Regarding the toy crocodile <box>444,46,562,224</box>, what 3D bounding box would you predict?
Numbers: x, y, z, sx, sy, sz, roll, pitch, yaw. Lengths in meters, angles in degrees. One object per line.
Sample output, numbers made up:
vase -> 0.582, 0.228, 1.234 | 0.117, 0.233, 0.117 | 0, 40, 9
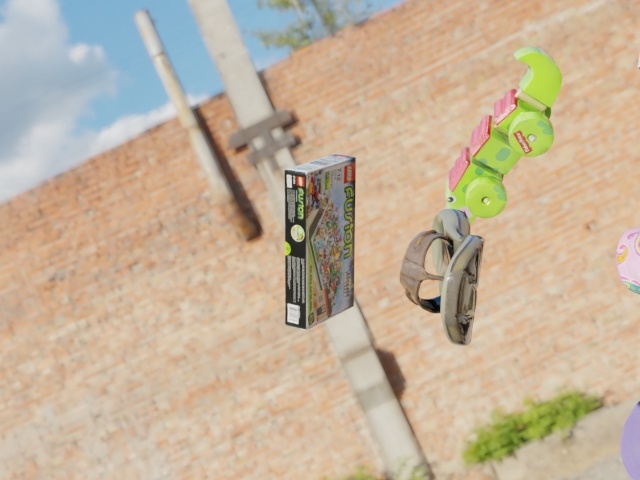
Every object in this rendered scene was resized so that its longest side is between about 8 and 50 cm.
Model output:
toy crocodile -> 0.268, -0.140, 1.746 | 0.340, 0.105, 0.115 | -58, 10, 33

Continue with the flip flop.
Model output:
flip flop -> 0.121, 0.028, 1.176 | 0.080, 0.112, 0.277 | 6, 16, 0

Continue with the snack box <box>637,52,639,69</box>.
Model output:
snack box -> 0.535, -0.294, 1.738 | 0.100, 0.141, 0.037 | 34, -34, -27

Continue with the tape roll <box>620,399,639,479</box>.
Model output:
tape roll -> 0.474, 0.260, 1.402 | 0.189, 0.080, 0.189 | -24, 38, 20

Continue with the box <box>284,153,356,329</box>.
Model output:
box -> 0.000, 0.000, 1.465 | 0.036, 0.207, 0.114 | 11, 20, 33

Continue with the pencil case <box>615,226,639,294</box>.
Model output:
pencil case -> 0.598, 0.019, 1.757 | 0.124, 0.124, 0.284 | -19, 4, -38
